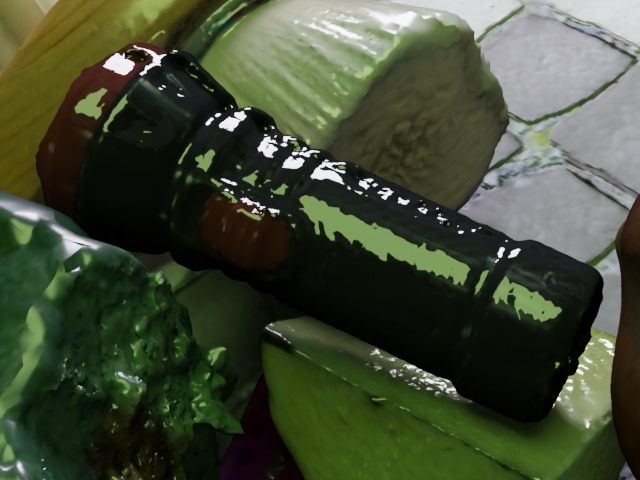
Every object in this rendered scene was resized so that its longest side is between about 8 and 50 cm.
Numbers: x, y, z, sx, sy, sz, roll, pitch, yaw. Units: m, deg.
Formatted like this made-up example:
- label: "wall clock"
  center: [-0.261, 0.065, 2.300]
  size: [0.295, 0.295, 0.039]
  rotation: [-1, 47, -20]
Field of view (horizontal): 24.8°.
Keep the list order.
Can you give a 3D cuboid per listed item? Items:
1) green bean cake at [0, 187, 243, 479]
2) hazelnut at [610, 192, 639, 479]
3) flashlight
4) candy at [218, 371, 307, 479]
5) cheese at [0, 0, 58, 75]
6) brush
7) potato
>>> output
- label: "green bean cake"
  center: [-0.128, 0.151, 0.545]
  size: [0.308, 0.169, 0.300]
  rotation: [23, 70, 35]
- label: "hazelnut"
  center: [0.218, 0.023, 0.567]
  size: [0.229, 0.229, 0.229]
  rotation: [-8, 48, 9]
- label: "flashlight"
  center: [0.000, 0.000, 0.595]
  size: [0.232, 0.093, 0.093]
  rotation: [26, 59, 15]
- label: "candy"
  center: [-0.016, 0.092, 0.670]
  size: [0.043, 0.045, 0.175]
  rotation: [-4, 47, 35]
- label: "cheese"
  center: [-0.205, -0.149, 0.817]
  size: [0.137, 0.227, 0.064]
  rotation: [19, 56, 24]
- label: "brush"
  center: [-0.055, -0.042, 0.729]
  size: [0.266, 0.174, 0.166]
  rotation: [-38, 59, -7]
- label: "potato"
  center: [0.061, 0.080, 0.649]
  size: [0.149, 0.081, 0.120]
  rotation: [26, 33, 29]
